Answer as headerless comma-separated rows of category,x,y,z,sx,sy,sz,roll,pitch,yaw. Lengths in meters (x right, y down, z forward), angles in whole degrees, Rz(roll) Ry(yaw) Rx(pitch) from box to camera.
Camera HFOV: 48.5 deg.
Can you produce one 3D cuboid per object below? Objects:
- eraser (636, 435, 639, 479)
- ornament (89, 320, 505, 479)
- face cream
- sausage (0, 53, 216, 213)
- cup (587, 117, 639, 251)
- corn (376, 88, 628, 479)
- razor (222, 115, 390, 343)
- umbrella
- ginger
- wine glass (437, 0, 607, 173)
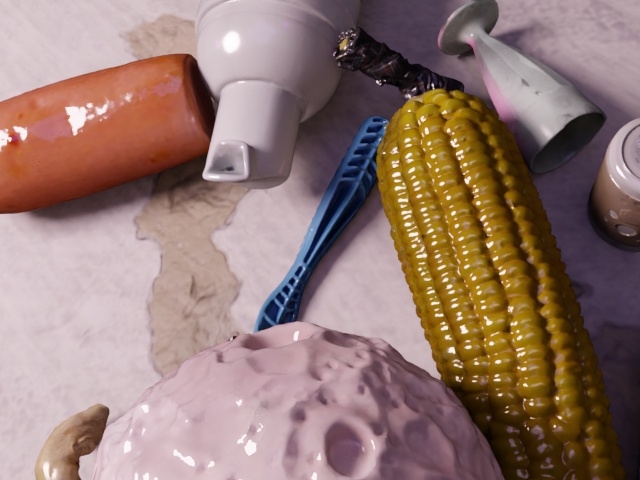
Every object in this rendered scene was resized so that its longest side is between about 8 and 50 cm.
eraser,0.263,0.198,0.395,0.155,0.101,0.332,19,61,2
ornament,-0.005,0.178,0.422,0.225,0.259,0.259,-18,58,-40
face cream,-0.039,-0.198,0.639,0.145,0.145,0.369,5,70,14
sausage,-0.225,-0.093,0.652,0.259,0.113,0.113,-16,66,6
cup,0.259,-0.036,0.534,0.102,0.099,0.074,30,77,21
corn,0.128,0.045,0.521,0.120,0.120,0.363,-17,70,5
razor,0.000,0.000,0.605,0.082,0.042,0.253,33,73,-21
umbrella,0.076,-0.136,0.604,0.037,0.144,0.040,-43,37,41
ginger,-0.200,0.266,0.526,0.089,0.075,0.288,-5,71,15
wine glass,0.167,-0.135,0.613,0.073,0.073,0.155,-31,62,-2
